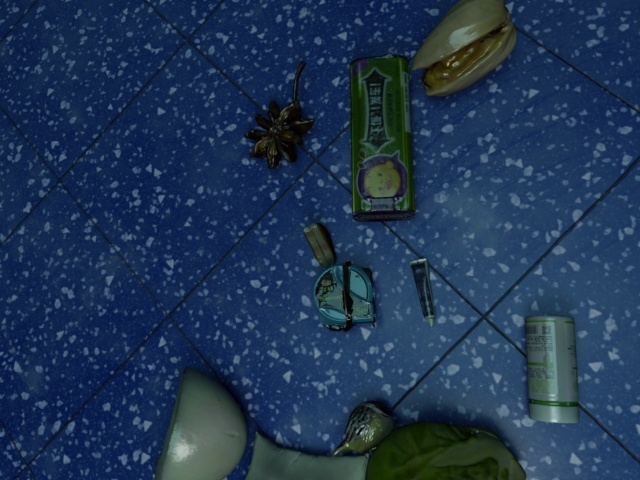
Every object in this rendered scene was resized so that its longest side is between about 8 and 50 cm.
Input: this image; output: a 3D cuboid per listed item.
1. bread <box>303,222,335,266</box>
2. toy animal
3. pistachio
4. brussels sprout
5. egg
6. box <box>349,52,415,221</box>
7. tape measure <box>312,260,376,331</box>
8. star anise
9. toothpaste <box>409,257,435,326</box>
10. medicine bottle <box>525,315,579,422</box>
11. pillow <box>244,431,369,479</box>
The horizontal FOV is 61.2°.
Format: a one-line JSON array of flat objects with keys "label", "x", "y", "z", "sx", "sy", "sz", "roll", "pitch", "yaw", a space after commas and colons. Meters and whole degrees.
[{"label": "bread", "x": 0.000, "y": 0.000, "z": 1.169, "sx": 0.043, "sy": 0.062, "sz": 0.109, "roll": -18, "pitch": 117, "yaw": 14}, {"label": "toy animal", "x": 0.079, "y": 0.363, "z": 1.046, "sx": 0.137, "sy": 0.098, "sz": 0.098, "roll": -12, "pitch": 75, "yaw": -6}, {"label": "pistachio", "x": 0.294, "y": -0.402, "z": 1.117, "sx": 0.229, "sy": 0.157, "sz": 0.157, "roll": -38, "pitch": 71, "yaw": 12}, {"label": "brussels sprout", "x": 0.222, "y": 0.426, "z": 0.940, "sx": 0.271, "sy": 0.210, "sz": 0.220, "roll": -22, "pitch": 51, "yaw": -5}, {"label": "egg", "x": -0.233, "y": 0.411, "z": 1.087, "sx": 0.161, "sy": 0.206, "sz": 0.271, "roll": 14, "pitch": 93, "yaw": -14}, {"label": "box", "x": 0.129, "y": -0.217, "z": 1.151, "sx": 0.134, "sy": 0.097, "sz": 0.346, "roll": -3, "pitch": 78, "yaw": 7}, {"label": "tape measure", "x": 0.048, "y": 0.114, "z": 1.114, "sx": 0.125, "sy": 0.081, "sz": 0.146, "roll": -5, "pitch": 77, "yaw": 12}, {"label": "star anise", "x": -0.073, "y": -0.267, "z": 1.224, "sx": 0.234, "sy": 0.073, "sz": 0.177, "roll": -46, "pitch": 62, "yaw": 21}, {"label": "toothpaste", "x": 0.213, "y": 0.106, "z": 1.100, "sx": 0.037, "sy": 0.021, "sz": 0.140, "roll": -13, "pitch": 74, "yaw": 14}, {"label": "medicine bottle", "x": 0.419, "y": 0.230, "z": 0.980, "sx": 0.086, "sy": 0.086, "sz": 0.184, "roll": -1, "pitch": 79, "yaw": 16}, {"label": "pillow", "x": -0.036, "y": 0.473, "z": 1.070, "sx": 0.253, "sy": 0.078, "sz": 0.144, "roll": 4, "pitch": 70, "yaw": 17}]
